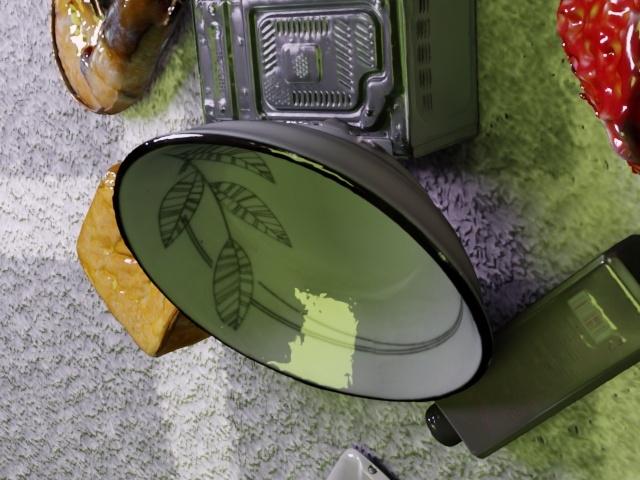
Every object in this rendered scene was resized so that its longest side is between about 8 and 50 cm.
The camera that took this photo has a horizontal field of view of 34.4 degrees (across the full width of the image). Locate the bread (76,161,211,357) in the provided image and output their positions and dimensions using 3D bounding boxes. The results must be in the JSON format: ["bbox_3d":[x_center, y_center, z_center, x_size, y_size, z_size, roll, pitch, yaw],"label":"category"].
[{"bbox_3d":[-0.133,0.009,0.988,0.143,0.149,0.158,50,127,17],"label":"bread"}]

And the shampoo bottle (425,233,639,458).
[{"bbox_3d":[0.177,0.095,0.827,0.246,0.079,0.080,-43,76,37],"label":"shampoo bottle"}]

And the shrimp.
[{"bbox_3d":[-0.196,-0.253,1.008,0.178,0.075,0.289,55,141,13],"label":"shrimp"}]

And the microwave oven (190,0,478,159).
[{"bbox_3d":[0.009,-0.149,0.846,0.208,0.122,0.162,6,109,35],"label":"microwave oven"}]

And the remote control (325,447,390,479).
[{"bbox_3d":[0.003,0.305,1.045,0.073,0.044,0.229,42,125,22],"label":"remote control"}]

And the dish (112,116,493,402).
[{"bbox_3d":[0.000,0.000,0.807,0.317,0.106,0.316,20,147,14],"label":"dish"}]

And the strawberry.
[{"bbox_3d":[0.229,-0.118,0.663,0.178,0.234,0.233,28,123,57],"label":"strawberry"}]
